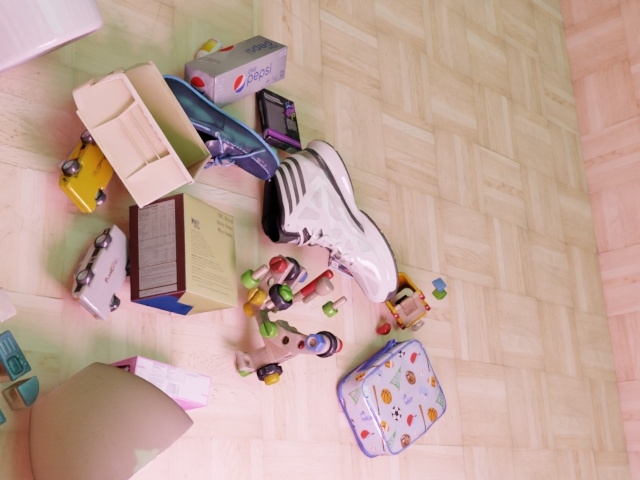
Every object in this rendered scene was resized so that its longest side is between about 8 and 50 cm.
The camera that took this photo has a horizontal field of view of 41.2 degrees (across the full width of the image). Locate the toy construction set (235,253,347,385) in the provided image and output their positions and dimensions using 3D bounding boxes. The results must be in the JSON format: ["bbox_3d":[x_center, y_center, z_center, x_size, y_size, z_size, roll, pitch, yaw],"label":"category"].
[{"bbox_3d":[-0.092,0.183,1.915,0.257,0.237,0.309,53,21,1],"label":"toy construction set"}]

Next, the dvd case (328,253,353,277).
[{"bbox_3d":[0.058,0.030,2.240,0.087,0.013,0.119,28,56,-37],"label":"dvd case"}]

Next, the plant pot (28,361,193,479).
[{"bbox_3d":[-0.390,0.325,1.480,0.191,0.284,0.284,56,43,0],"label":"plant pot"}]

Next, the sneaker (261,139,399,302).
[{"bbox_3d":[-0.001,0.000,2.106,0.257,0.169,0.447,-33,99,-30],"label":"sneaker"}]

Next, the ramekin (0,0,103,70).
[{"bbox_3d":[-0.543,-0.412,1.584,0.277,0.277,0.135,-41,114,-46],"label":"ramekin"}]

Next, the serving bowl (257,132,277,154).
[{"bbox_3d":[-0.137,-0.231,2.120,0.083,0.027,0.083,18,64,-41],"label":"serving bowl"}]

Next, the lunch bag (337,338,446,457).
[{"bbox_3d":[0.185,0.390,2.169,0.303,0.115,0.243,-29,95,-47],"label":"lunch bag"}]

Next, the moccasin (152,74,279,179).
[{"bbox_3d":[-0.256,-0.229,1.939,0.342,0.138,0.116,33,63,-14],"label":"moccasin"}]

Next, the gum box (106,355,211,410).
[{"bbox_3d":[-0.324,0.283,1.673,0.188,0.107,0.062,26,58,-38],"label":"gum box"}]

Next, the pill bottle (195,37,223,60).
[{"bbox_3d":[-0.270,-0.447,2.046,0.043,0.043,0.083,49,46,-23],"label":"pill bottle"}]

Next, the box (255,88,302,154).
[{"bbox_3d":[-0.105,-0.302,2.156,0.116,0.029,0.162,19,51,-42],"label":"box"}]

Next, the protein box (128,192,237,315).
[{"bbox_3d":[-0.280,0.034,1.748,0.200,0.136,0.201,28,54,-62],"label":"protein box"}]

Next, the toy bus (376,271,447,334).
[{"bbox_3d":[0.223,0.161,2.292,0.191,0.202,0.104,-11,53,-41],"label":"toy bus"}]

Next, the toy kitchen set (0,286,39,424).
[{"bbox_3d":[-0.574,0.214,1.424,0.166,0.122,0.207,-36,102,-47],"label":"toy kitchen set"}]

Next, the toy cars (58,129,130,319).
[{"bbox_3d":[-0.452,-0.036,1.674,0.176,0.087,0.393,2,78,-62],"label":"toy cars"}]

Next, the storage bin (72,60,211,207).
[{"bbox_3d":[-0.355,-0.228,1.724,0.260,0.123,0.262,59,9,-14],"label":"storage bin"}]

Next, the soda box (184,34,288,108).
[{"bbox_3d":[-0.200,-0.405,2.043,0.286,0.098,0.091,-36,144,-46],"label":"soda box"}]
